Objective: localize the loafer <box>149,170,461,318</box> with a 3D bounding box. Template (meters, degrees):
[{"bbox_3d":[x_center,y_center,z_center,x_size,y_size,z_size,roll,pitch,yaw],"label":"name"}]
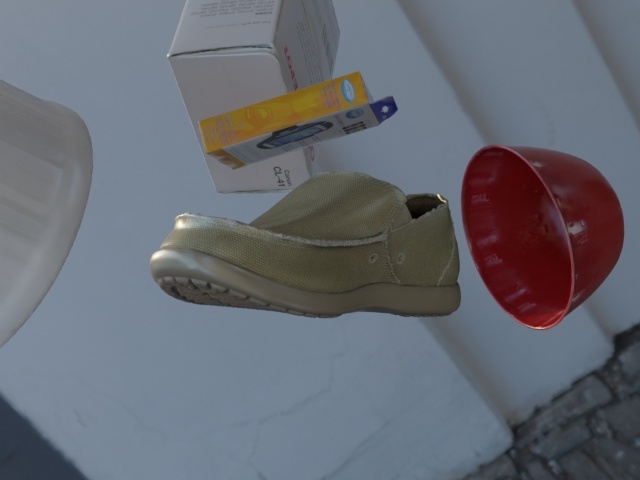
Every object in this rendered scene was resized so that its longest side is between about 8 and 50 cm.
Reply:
[{"bbox_3d":[0.000,0.000,0.667,0.102,0.269,0.092,4,89,36],"label":"loafer"}]

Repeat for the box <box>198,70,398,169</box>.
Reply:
[{"bbox_3d":[-0.013,-0.088,0.765,0.136,0.028,0.081,-18,-7,7],"label":"box"}]

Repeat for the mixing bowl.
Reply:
[{"bbox_3d":[0.223,-0.015,1.006,0.098,0.181,0.181,-17,23,-21],"label":"mixing bowl"}]

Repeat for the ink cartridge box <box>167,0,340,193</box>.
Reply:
[{"bbox_3d":[-0.070,-0.241,1.288,0.131,0.226,0.306,-2,47,14],"label":"ink cartridge box"}]

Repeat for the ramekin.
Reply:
[{"bbox_3d":[-0.344,-0.031,0.939,0.277,0.135,0.277,-24,50,32],"label":"ramekin"}]
